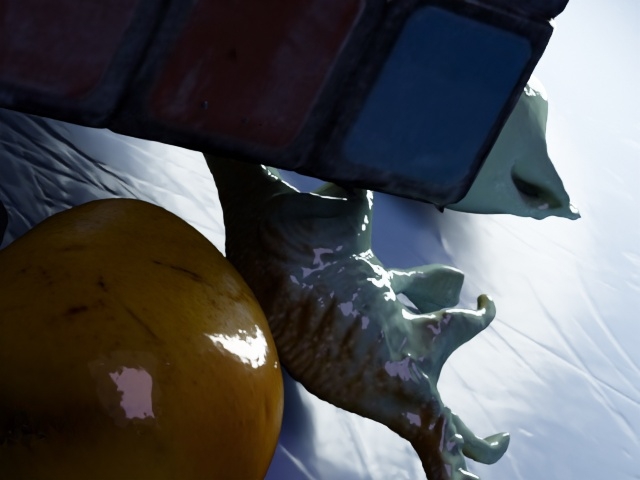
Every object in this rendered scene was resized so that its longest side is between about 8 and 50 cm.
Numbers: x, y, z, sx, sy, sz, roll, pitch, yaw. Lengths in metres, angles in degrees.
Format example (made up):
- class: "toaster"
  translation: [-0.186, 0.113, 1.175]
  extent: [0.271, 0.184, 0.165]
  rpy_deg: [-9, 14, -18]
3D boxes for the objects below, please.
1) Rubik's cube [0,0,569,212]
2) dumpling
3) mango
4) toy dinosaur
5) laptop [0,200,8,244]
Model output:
- class: "Rubik's cube"
  translation: [-0.062, -0.264, 0.825]
  extent: [0.362, 0.359, 0.363]
  rpy_deg: [13, 21, -42]
- class: "dumpling"
  translation: [0.086, -0.090, 1.114]
  extent: [0.219, 0.108, 0.152]
  rpy_deg: [37, 28, -11]
- class: "mango"
  translation: [-0.083, 0.048, 0.698]
  extent: [0.145, 0.112, 0.219]
  rpy_deg: [27, 27, -11]
- class: "toy dinosaur"
  translation: [0.000, 0.000, 0.909]
  extent: [0.393, 0.092, 0.205]
  rpy_deg: [47, 33, 8]
- class: "laptop"
  translation: [-0.186, -0.024, 0.556]
  extent: [0.207, 0.026, 0.154]
  rpy_deg: [51, 34, -35]
